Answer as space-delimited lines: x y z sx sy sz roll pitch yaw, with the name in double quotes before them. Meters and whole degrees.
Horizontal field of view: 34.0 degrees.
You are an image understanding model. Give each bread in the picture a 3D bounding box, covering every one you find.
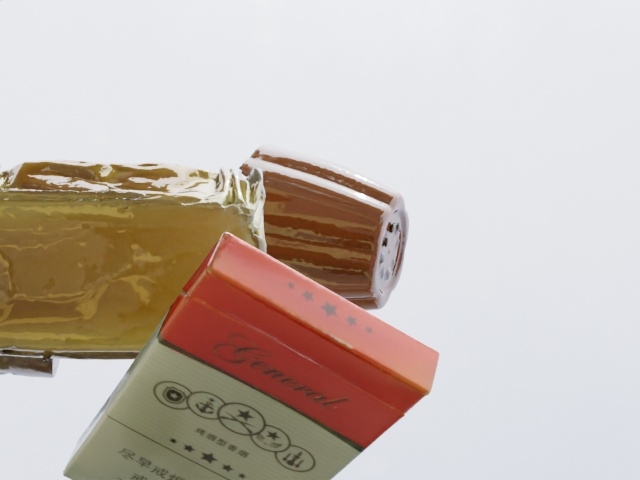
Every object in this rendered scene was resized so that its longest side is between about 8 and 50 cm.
"bread" -0.162 0.011 0.790 0.241 0.107 0.136 0 -67 -7

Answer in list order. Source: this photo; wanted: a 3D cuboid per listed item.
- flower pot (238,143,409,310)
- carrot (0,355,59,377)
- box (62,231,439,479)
"flower pot" 0.000 0.000 1.167 0.173 0.190 0.191 13 -78 19
"carrot" -0.399 0.065 1.017 0.301 0.139 0.139 4 -81 -6
"box" -0.052 0.105 0.616 0.139 0.035 0.245 29 -48 -9
